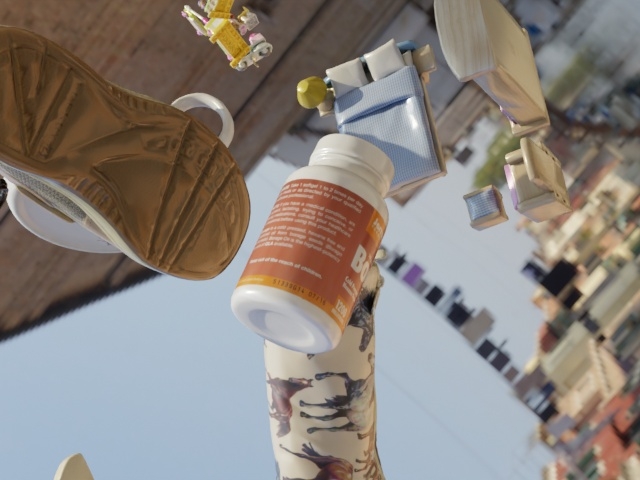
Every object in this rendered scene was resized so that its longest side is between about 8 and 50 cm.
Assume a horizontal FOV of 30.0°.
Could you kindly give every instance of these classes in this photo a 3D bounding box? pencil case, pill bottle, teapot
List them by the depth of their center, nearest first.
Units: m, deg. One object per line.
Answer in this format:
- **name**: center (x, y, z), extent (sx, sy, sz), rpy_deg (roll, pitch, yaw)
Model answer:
- **pill bottle**: center (0.000, 0.000, 1.256), extent (0.121, 0.216, 0.121), rpy_deg (19, 155, 10)
- **teapot**: center (-0.283, -0.115, 1.569), extent (0.256, 0.252, 0.187), rpy_deg (21, -128, -28)
- **pencil case**: center (0.013, 0.212, 1.728), extent (0.184, 0.410, 0.160), rpy_deg (-2, -173, 12)

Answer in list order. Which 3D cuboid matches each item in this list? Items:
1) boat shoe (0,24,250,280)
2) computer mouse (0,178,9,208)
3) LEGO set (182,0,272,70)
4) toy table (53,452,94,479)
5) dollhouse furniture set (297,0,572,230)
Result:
- **boat shoe**: center (-0.181, -0.073, 0.948), extent (0.110, 0.121, 0.341), rpy_deg (19, 167, 39)
- **computer mouse**: center (-0.363, -0.100, 1.395), extent (0.041, 0.242, 0.071), rpy_deg (33, -160, 22)
- **LEGO set**: center (-0.171, -0.414, 2.042), extent (0.107, 0.132, 0.287), rpy_deg (39, 153, 33)
- **toy table**: center (-0.316, 0.410, 1.482), extent (0.161, 0.274, 0.252), rpy_deg (-23, -81, -37)
- **dollhouse furniture set**: center (0.105, -0.140, 1.460), extent (0.198, 0.303, 0.286), rpy_deg (27, -131, -57)
